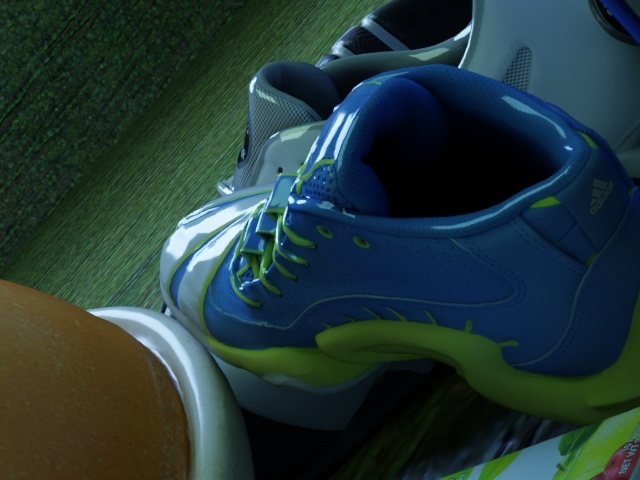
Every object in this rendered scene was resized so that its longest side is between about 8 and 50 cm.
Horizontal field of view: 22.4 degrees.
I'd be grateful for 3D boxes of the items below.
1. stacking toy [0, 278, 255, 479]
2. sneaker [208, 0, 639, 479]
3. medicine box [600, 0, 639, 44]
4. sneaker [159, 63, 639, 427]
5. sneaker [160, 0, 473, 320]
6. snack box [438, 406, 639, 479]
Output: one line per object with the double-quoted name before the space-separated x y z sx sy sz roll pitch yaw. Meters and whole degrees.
"stacking toy" -0.288 0.060 0.529 0.351 0.480 0.350 -35 30 25
"sneaker" 0.000 0.000 0.698 0.330 0.146 0.122 -42 13 20
"medicine box" 0.126 -0.169 0.549 0.149 0.263 0.289 -42 11 17
"sneaker" 0.017 -0.012 0.525 0.240 0.126 0.091 4 55 41
"sneaker" -0.007 -0.023 0.899 0.281 0.106 0.162 -49 9 -17
"snack box" 0.042 0.112 0.416 0.100 0.037 0.141 -33 16 50
